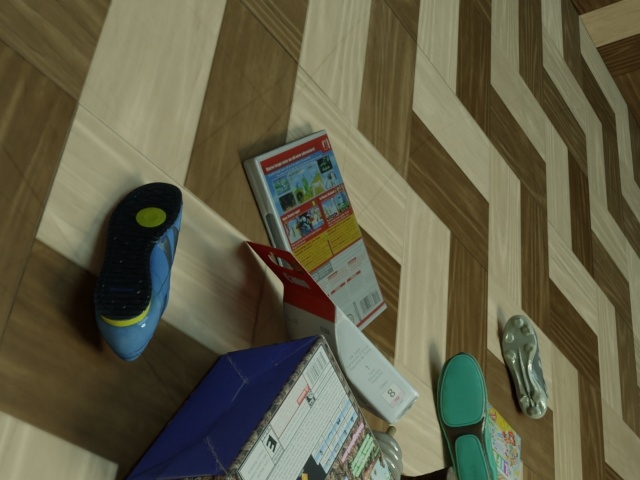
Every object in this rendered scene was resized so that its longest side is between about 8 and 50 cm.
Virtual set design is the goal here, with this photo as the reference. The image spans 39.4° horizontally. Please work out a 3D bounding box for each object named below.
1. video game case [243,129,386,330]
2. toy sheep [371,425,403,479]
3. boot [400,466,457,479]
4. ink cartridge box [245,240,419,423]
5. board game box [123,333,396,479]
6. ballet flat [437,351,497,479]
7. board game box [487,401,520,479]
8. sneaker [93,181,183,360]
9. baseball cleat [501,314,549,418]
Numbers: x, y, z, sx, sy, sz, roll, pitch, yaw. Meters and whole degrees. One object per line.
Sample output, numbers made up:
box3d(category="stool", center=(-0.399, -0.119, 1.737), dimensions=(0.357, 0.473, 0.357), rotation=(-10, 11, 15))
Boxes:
box3d(category="video game case", center=(0.000, 0.000, 1.250), dimensions=(0.204, 0.025, 0.285), rotation=(-32, 105, -57))
box3d(category="toy sheep", center=(0.068, 0.298, 1.181), dimensions=(0.091, 0.091, 0.132), rotation=(59, 40, -25))
box3d(category="boot", center=(0.137, 0.366, 1.230), dimensions=(0.037, 0.114, 0.106), rotation=(44, 43, -41))
box3d(category="ink cartridge box", center=(-0.006, 0.107, 1.067), dimensions=(0.232, 0.189, 0.066), rotation=(44, 79, -17))
box3d(category="board game box", center=(-0.038, 0.291, 0.958), dimensions=(0.291, 0.141, 0.232), rotation=(64, 33, -18))
box3d(category="ballet flat", center=(0.240, 0.310, 1.471), dimensions=(0.087, 0.083, 0.247), rotation=(51, 32, -75))
box3d(category="board game box", center=(0.314, 0.368, 1.598), dimensions=(0.154, 0.026, 0.103), rotation=(47, 42, -38))
box3d(category="sneaker", center=(-0.185, 0.028, 0.921), dimensions=(0.082, 0.069, 0.209), rotation=(91, 3, -46))
box3d(category="baseball cleat", center=(0.405, 0.248, 1.771), dimensions=(0.109, 0.072, 0.206), rotation=(4, 78, -72))
